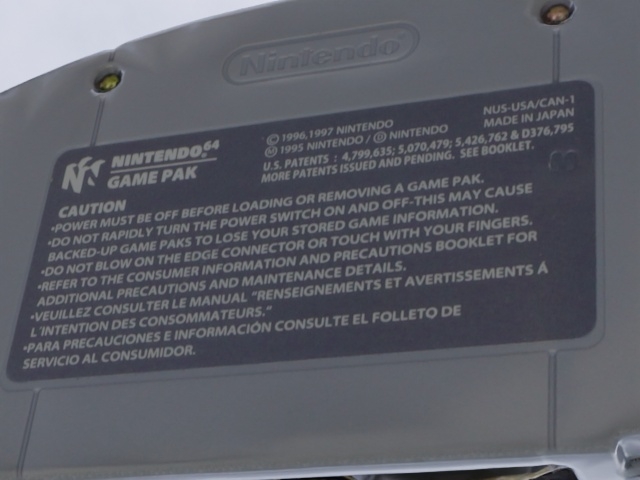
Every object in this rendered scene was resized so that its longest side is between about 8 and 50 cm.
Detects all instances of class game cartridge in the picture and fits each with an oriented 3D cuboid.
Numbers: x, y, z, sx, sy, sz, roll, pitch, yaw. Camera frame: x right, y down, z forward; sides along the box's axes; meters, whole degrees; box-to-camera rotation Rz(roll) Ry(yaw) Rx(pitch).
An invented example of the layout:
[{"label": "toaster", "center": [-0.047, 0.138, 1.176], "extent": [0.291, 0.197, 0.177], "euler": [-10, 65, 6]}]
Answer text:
[{"label": "game cartridge", "center": [0.000, 0.000, 0.502], "extent": [0.294, 0.060, 0.196], "euler": [-6, -120, 19]}]
